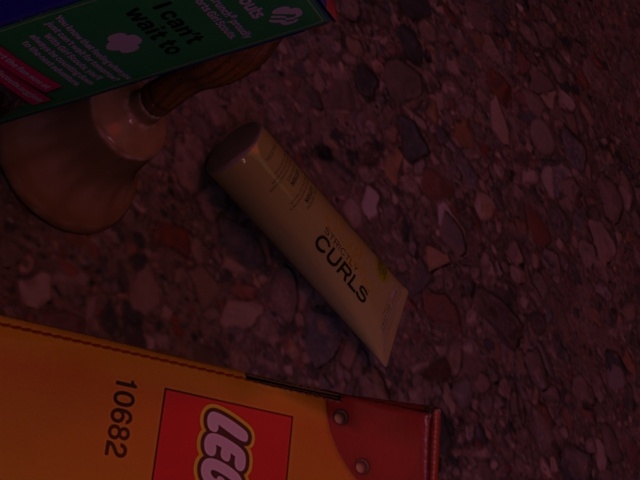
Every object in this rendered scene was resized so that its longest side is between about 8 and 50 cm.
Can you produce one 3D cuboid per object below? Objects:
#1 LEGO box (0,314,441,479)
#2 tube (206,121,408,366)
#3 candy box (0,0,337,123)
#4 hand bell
[{"bbox_3d":[-0.158,0.293,0.540,0.372,0.193,0.500,16,61,-20],"label":"LEGO box"},{"bbox_3d":[0.000,0.000,1.071,0.070,0.062,0.240,-44,117,-7],"label":"tube"},{"bbox_3d":[-0.171,-0.232,0.779,0.122,0.317,0.268,33,45,-65],"label":"candy box"},{"bbox_3d":[-0.106,-0.103,0.856,0.126,0.242,0.126,25,54,-39],"label":"hand bell"}]
